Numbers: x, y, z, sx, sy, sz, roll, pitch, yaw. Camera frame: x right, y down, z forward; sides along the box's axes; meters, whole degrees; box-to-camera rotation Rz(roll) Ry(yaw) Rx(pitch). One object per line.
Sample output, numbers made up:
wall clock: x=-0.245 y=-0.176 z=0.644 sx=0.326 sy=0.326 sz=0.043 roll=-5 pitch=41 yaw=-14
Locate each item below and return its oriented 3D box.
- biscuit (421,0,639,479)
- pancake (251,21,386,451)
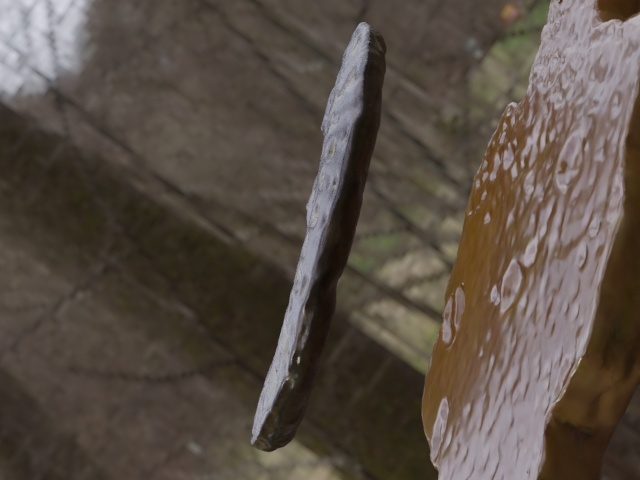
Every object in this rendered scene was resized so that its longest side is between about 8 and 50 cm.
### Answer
biscuit: x=0.123 y=0.018 z=1.010 sx=0.269 sy=0.051 sz=0.376 roll=140 pitch=144 yaw=-68
pancake: x=0.000 y=0.000 z=1.302 sx=0.288 sy=0.033 sz=0.286 roll=-80 pitch=4 yaw=-58
